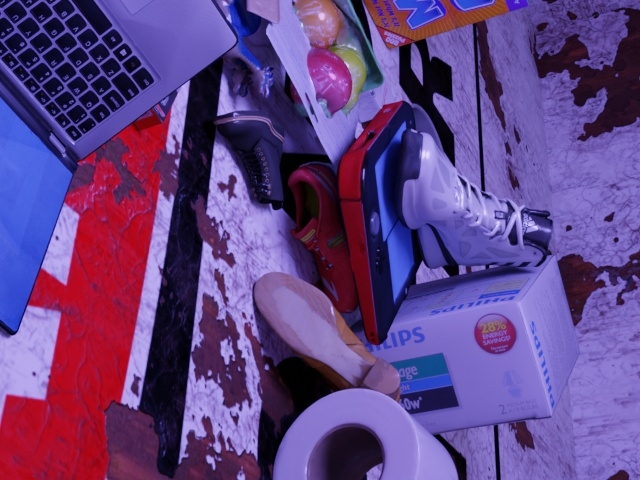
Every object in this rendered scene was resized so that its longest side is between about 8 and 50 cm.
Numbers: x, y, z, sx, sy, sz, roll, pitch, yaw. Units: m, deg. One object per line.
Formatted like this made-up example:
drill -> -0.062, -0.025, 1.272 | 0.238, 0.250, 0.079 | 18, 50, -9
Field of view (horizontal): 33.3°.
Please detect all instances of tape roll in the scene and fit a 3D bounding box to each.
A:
tape roll -> 0.071, 0.371, 1.644 | 0.169, 0.246, 0.246 | 48, 37, -49

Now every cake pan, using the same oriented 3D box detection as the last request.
cake pan -> 0.234, -0.175, 2.531 | 0.293, 0.054, 0.293 | 42, 41, -52

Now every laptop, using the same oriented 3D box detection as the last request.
laptop -> -0.302, -0.190, 1.132 | 0.382, 0.408, 0.236 | 54, -2, -42

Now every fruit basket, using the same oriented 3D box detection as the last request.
fruit basket -> -0.011, -0.317, 1.921 | 0.327, 0.165, 0.353 | 61, 29, -33

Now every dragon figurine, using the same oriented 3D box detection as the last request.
dragon figurine -> -0.153, -0.366, 1.726 | 0.144, 0.085, 0.289 | -12, 90, -67

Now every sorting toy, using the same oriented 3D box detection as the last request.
sorting toy -> -0.093, -0.389, 1.721 | 0.062, 0.012, 0.083 | 16, 57, -32

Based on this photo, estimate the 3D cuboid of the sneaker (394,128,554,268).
sneaker -> 0.291, -0.073, 1.951 | 0.447, 0.257, 0.169 | 54, 41, -62

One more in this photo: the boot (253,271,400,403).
boot -> 0.005, 0.185, 1.765 | 0.104, 0.295, 0.211 | -49, 171, -19

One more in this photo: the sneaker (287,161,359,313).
sneaker -> 0.000, 0.000, 1.897 | 0.118, 0.107, 0.279 | -11, 84, -48

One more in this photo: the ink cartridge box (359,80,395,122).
ink cartridge box -> 0.096, -0.329, 2.293 | 0.180, 0.060, 0.104 | 58, 29, -36

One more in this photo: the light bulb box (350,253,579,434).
light bulb box -> 0.278, 0.203, 2.052 | 0.361, 0.357, 0.225 | -31, 105, -64

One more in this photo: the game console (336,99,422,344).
game console -> 0.126, -0.046, 1.930 | 0.386, 0.060, 0.342 | -54, 136, -59

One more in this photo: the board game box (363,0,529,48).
board game box -> 0.267, -0.739, 2.521 | 0.356, 0.356, 0.357 | 57, 31, -38

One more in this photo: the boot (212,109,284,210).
boot -> -0.105, -0.129, 1.732 | 0.198, 0.076, 0.137 | 13, 72, -63

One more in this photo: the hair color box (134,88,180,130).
hair color box -> -0.237, -0.227, 1.516 | 0.072, 0.043, 0.141 | 59, 29, -33
